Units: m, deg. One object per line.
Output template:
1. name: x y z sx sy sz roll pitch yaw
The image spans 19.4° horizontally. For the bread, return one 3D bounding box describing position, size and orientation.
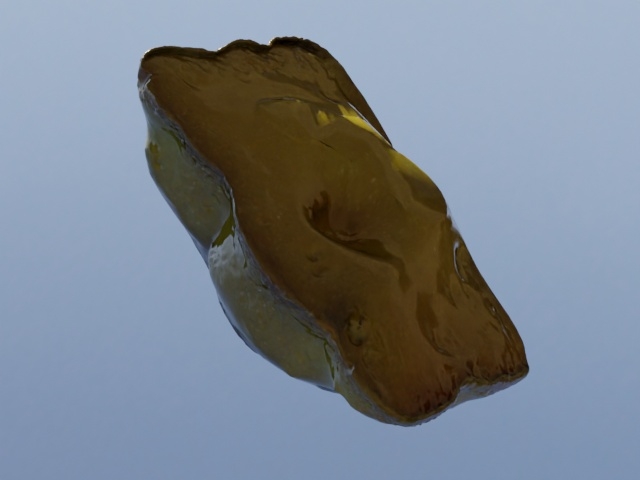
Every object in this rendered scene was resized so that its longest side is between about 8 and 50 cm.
1. bread: 0.000 0.000 0.958 0.160 0.088 0.233 -16 -118 -47
